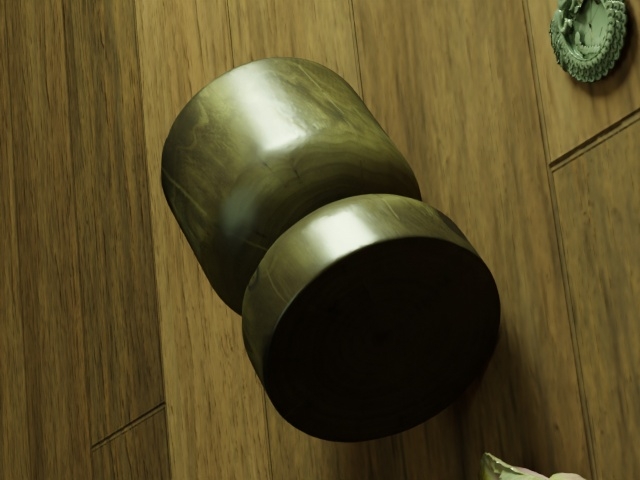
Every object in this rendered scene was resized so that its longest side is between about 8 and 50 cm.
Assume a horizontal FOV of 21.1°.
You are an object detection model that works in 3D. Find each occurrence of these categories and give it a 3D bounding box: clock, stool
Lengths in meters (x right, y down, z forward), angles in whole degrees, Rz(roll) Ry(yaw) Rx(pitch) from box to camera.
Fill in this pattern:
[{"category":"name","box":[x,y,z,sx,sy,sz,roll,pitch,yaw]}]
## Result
[{"category":"clock","box":[0.176,-0.140,1.122,0.083,0.010,0.074,47,129,55]},{"category":"stool","box":[0.000,0.000,1.284,0.264,0.179,0.179,-122,41,-50]}]

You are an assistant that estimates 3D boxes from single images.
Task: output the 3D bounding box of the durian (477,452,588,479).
[{"category":"durian","box":[0.155,0.190,1.077,0.224,0.078,0.140,-123,29,-66]}]
